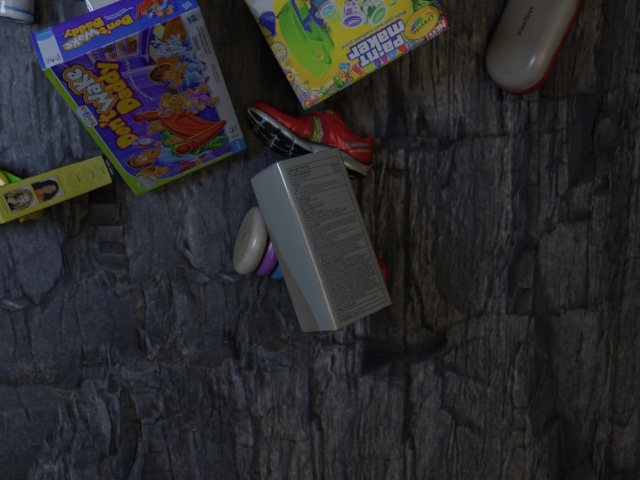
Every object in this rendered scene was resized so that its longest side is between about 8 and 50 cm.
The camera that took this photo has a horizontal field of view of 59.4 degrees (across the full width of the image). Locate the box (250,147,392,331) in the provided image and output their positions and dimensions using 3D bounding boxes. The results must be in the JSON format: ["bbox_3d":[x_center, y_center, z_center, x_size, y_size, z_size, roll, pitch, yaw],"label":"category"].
[{"bbox_3d":[0.000,0.000,1.041,0.148,0.121,0.311,-18,90,-33],"label":"box"}]

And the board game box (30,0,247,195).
[{"bbox_3d":[-0.275,-0.235,0.941,0.233,0.347,0.078,-25,65,-7],"label":"board game box"}]

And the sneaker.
[{"bbox_3d":[-0.016,-0.220,1.132,0.279,0.107,0.118,23,78,-20],"label":"sneaker"}]

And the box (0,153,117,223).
[{"bbox_3d":[-0.475,-0.089,0.972,0.232,0.087,0.058,-38,115,-51],"label":"box"}]

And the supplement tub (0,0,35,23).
[{"bbox_3d":[-0.527,-0.434,0.961,0.071,0.071,0.107,7,101,-15],"label":"supplement tub"}]

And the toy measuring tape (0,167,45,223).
[{"bbox_3d":[-0.654,-0.107,0.987,0.330,0.121,0.121,26,95,-11],"label":"toy measuring tape"}]

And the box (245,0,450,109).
[{"bbox_3d":[0.028,-0.435,1.012,0.290,0.177,0.279,-29,108,7],"label":"box"}]

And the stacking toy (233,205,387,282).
[{"bbox_3d":[-0.005,0.038,1.166,0.330,0.141,0.141,16,98,-21],"label":"stacking toy"}]

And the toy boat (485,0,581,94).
[{"bbox_3d":[0.455,-0.415,1.180,0.151,0.151,0.231,18,99,-46],"label":"toy boat"}]

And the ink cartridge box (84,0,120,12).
[{"bbox_3d":[-0.299,-0.379,0.959,0.148,0.203,0.085,-26,105,-7],"label":"ink cartridge box"}]
